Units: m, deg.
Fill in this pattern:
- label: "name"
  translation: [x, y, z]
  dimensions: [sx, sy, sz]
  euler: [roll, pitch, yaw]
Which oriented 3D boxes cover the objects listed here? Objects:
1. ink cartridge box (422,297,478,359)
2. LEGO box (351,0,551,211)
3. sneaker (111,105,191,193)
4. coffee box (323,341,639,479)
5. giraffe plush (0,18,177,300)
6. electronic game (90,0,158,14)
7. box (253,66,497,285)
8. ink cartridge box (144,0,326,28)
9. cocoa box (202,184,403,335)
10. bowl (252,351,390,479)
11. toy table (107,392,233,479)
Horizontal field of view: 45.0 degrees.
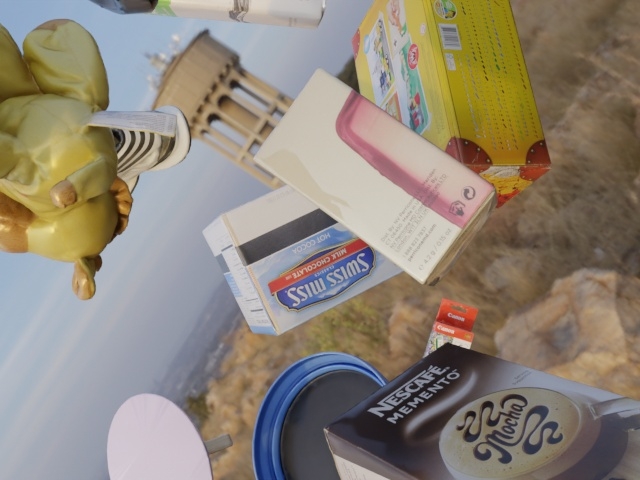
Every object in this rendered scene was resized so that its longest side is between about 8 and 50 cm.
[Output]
- label: "ink cartridge box"
  translation: [0.203, 0.153, 1.206]
  dimensions: [0.029, 0.063, 0.115]
  euler: [36, -108, -86]
- label: "LEGO box"
  translation: [0.242, -0.297, 1.588]
  dimensions: [0.372, 0.193, 0.499]
  euler: [131, 134, -64]
- label: "sneaker"
  translation: [-0.508, -0.165, 1.663]
  dimensions: [0.448, 0.169, 0.258]
  euler: [-25, -7, 39]
- label: "coffee box"
  translation: [0.164, 0.200, 0.626]
  dimensions: [0.168, 0.118, 0.297]
  euler: [-30, 22, -29]
- label: "giraffe plush"
  translation: [-0.215, -0.053, 0.602]
  dimensions: [0.170, 0.210, 0.181]
  euler: [105, -175, -52]
- label: "electronic game"
  translation: [-0.256, -0.289, 0.732]
  dimensions: [0.048, 0.229, 0.229]
  euler: [-59, 5, -1]
- label: "box"
  translation: [0.068, -0.066, 0.865]
  dimensions: [0.126, 0.232, 0.148]
  euler: [-54, -13, 5]
- label: "ink cartridge box"
  translation: [-0.124, -0.414, 1.089]
  dimensions: [0.115, 0.273, 0.198]
  euler: [-119, 34, -83]
- label: "cocoa box"
  translation: [0.000, 0.000, 1.408]
  dimensions: [0.347, 0.227, 0.231]
  euler: [-26, 1, -16]
- label: "bowl"
  translation: [0.025, 0.442, 1.696]
  dimensions: [0.391, 0.391, 0.077]
  euler: [-56, -38, 7]
- label: "toy table"
  translation: [-0.292, 0.426, 1.452]
  dimensions: [0.161, 0.252, 0.274]
  euler: [97, 163, -76]
